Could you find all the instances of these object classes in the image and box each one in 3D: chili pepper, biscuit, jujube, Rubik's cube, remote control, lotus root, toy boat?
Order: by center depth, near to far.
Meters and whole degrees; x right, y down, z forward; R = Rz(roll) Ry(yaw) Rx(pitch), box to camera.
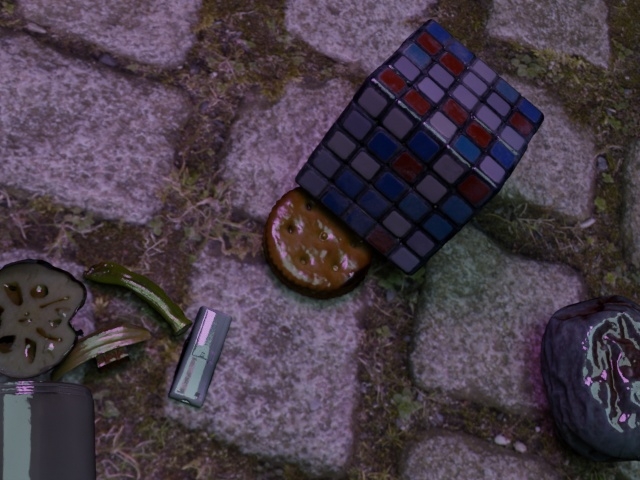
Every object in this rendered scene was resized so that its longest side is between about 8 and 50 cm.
[{"bbox_3d":[-0.449,0.130,1.346,0.203,0.078,0.183,30,75,24],"label":"lotus root"},{"bbox_3d":[-0.358,0.182,1.381,0.172,0.065,0.066,-22,99,-21],"label":"toy boat"},{"bbox_3d":[-0.304,0.090,1.444,0.201,0.050,0.052,35,26,-2],"label":"chili pepper"},{"bbox_3d":[-0.204,0.195,1.445,0.065,0.029,0.166,22,65,-11],"label":"remote control"},{"bbox_3d":[0.179,-0.169,1.538,0.293,0.287,0.292,42,44,0],"label":"Rubik's cube"},{"bbox_3d":[0.000,0.000,1.569,0.220,0.066,0.221,7,68,-17],"label":"biscuit"},{"bbox_3d":[0.535,0.251,1.577,0.246,0.215,0.308,1,72,6],"label":"jujube"}]

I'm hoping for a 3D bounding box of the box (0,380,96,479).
[{"bbox_3d":[-0.438,0.297,1.216,0.226,0.226,0.149,0,70,-19],"label":"box"}]
